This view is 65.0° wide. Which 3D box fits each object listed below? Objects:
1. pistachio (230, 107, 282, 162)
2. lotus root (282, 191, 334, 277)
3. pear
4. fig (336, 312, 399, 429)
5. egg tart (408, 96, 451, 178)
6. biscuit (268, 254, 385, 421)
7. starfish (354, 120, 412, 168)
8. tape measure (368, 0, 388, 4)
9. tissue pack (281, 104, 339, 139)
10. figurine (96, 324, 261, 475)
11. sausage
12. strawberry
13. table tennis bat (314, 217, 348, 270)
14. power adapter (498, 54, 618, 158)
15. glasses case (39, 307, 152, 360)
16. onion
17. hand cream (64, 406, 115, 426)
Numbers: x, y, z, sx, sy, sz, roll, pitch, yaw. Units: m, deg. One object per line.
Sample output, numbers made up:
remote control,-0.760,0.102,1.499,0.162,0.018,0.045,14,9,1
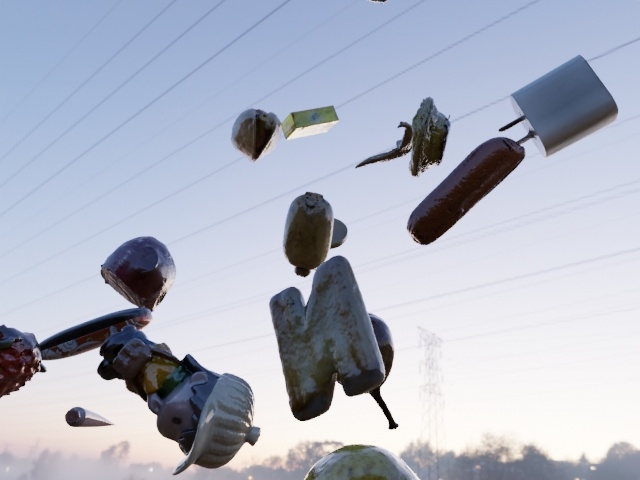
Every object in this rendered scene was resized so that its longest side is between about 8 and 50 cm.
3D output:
pistachio,-0.202,-0.336,1.586,0.157,0.157,0.229,14,-14,-18
lotus root,-0.043,-0.015,1.641,0.160,0.284,0.146,18,19,27
pear,0.049,0.292,0.507,0.178,0.178,0.178,3,-27,2
fig,0.100,0.321,1.204,0.190,0.290,0.190,-6,-7,-1
egg tart,0.315,-0.292,1.451,0.106,0.241,0.241,11,-25,13
biscuit,0.004,0.198,1.036,0.237,0.291,0.062,-37,-36,26
starfish,0.307,-0.369,1.937,0.375,0.094,0.327,-29,-4,-14
tape measure,0.104,-0.759,1.391,0.246,0.243,0.125,27,-50,-19
tissue pack,-0.037,-0.400,1.703,0.176,0.062,0.095,-18,-5,-30
figurine,-0.266,0.290,0.978,0.204,0.332,0.185,-22,-36,-42
sausage,0.333,-0.120,1.175,0.330,0.102,0.102,-44,-41,5
strawberry,-0.600,0.235,0.861,0.233,0.138,0.306,9,-35,-12
table tennis bat,0.000,0.000,1.847,0.198,0.321,0.050,2,-55,3
power adapter,0.592,-0.326,1.298,0.255,0.187,0.124,-28,-23,17
glasses case,-0.518,0.215,1.154,0.266,0.067,0.103,-21,-8,3
onion,-0.562,0.083,1.594,0.216,0.207,0.206,32,-35,4
hand cream,-0.544,0.420,1.184,0.067,0.043,0.210,16,-22,2
